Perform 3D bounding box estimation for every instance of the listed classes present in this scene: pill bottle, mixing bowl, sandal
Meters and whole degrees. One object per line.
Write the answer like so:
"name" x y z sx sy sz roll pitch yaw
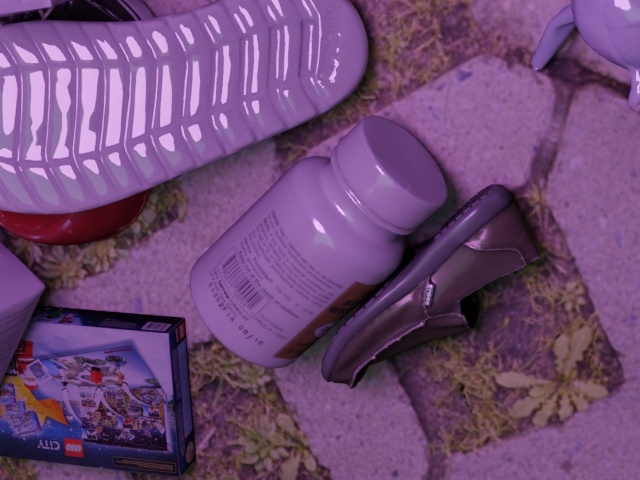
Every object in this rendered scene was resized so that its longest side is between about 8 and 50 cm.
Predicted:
"pill bottle" 0.000 0.000 1.348 0.131 0.131 0.229 45 117 -3
"mixing bowl" -0.260 -0.066 1.428 0.181 0.098 0.181 7 112 17
"sandal" -0.161 -0.122 1.343 0.416 0.102 0.169 -10 94 0

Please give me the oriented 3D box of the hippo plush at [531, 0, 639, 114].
"hippo plush" 0.257 -0.233 1.110 0.294 0.236 0.234 -8 108 21

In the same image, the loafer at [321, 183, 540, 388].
"loafer" 0.098 0.059 1.359 0.087 0.094 0.251 45 117 1

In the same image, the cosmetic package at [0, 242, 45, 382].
"cosmetic package" -0.446 0.161 1.480 0.156 0.217 0.385 42 124 15

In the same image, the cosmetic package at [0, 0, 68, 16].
"cosmetic package" -0.219 -0.268 1.256 0.107 0.238 0.127 -5 109 20

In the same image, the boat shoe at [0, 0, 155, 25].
"boat shoe" -0.256 -0.213 1.384 0.219 0.070 0.078 23 116 9

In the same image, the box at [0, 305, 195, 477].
"box" -0.247 0.149 1.538 0.233 0.044 0.159 4 111 17
